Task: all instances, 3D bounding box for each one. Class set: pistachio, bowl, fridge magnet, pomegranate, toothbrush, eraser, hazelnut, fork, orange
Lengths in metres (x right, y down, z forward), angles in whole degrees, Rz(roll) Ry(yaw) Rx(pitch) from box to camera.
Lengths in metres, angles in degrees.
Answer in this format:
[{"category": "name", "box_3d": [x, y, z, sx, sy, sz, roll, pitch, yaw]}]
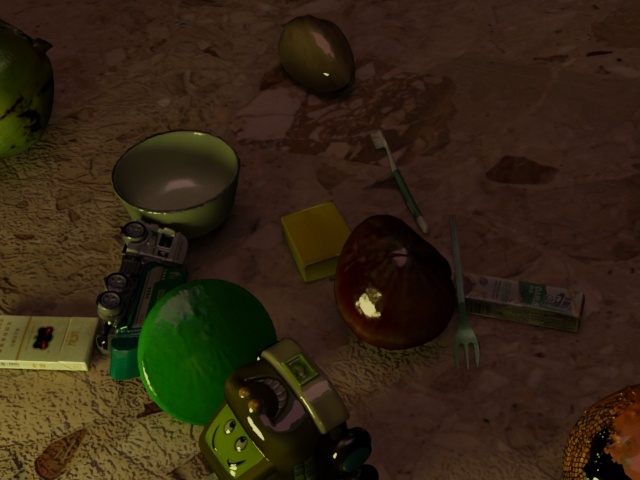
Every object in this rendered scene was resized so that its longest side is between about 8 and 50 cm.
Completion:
[{"category": "pistachio", "box_3d": [-0.004, -0.342, 2.132, 0.126, 0.108, 0.185, -45, 62, 0]}, {"category": "bowl", "box_3d": [-0.230, -0.075, 1.886, 0.211, 0.112, 0.211, -1, 42, 1]}, {"category": "fridge magnet", "box_3d": [-0.159, 0.158, 1.634, 0.208, 0.208, 0.088, -33, 10, -24]}, {"category": "pomegranate", "box_3d": [-0.606, -0.234, 1.993, 0.260, 0.260, 0.341, 39, 90, 33]}, {"category": "toothbrush", "box_3d": [0.134, -0.102, 1.950, 0.024, 0.018, 0.257, -17, 48, -7]}, {"category": "eraser", "box_3d": [0.000, 0.000, 1.846, 0.097, 0.045, 0.122, -17, 47, -10]}, {"category": "hazelnut", "box_3d": [0.105, 0.056, 1.696, 0.178, 0.178, 0.204, -8, 58, -3]}, {"category": "fork", "box_3d": [0.210, 0.076, 1.721, 0.039, 0.021, 0.235, -5, 74, 6]}, {"category": "orange", "box_3d": [0.424, 0.291, 1.456, 0.234, 0.182, 0.234, 4, 55, -5]}]

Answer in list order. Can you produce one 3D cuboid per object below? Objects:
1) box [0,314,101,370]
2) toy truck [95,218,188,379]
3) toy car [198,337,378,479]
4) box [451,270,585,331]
[{"category": "box", "box_3d": [-0.424, 0.155, 1.751, 0.166, 0.024, 0.090, 1, 47, 7]}, {"category": "toy truck", "box_3d": [-0.269, 0.090, 1.745, 0.124, 0.114, 0.253, 13, 48, -1]}, {"category": "toy car", "box_3d": [-0.061, 0.264, 1.469, 0.198, 0.248, 0.204, -30, 51, -16]}, {"category": "box", "box_3d": [0.291, 0.091, 1.739, 0.207, 0.041, 0.050, 9, 50, 14]}]
